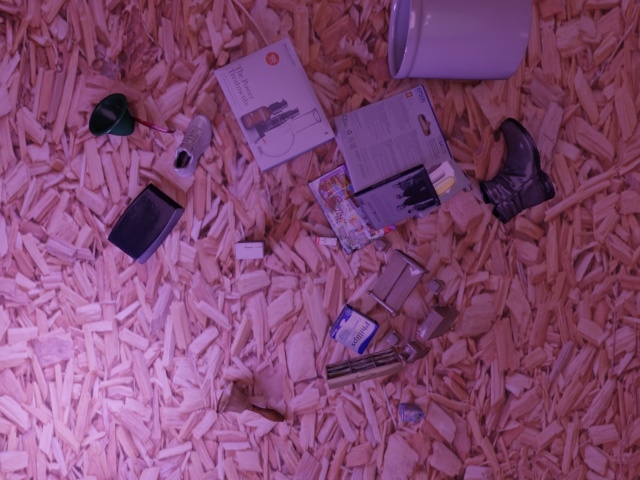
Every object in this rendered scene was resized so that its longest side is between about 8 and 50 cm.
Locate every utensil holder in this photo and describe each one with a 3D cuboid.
[{"bbox_3d":[0.442,-0.692,1.735,0.386,0.327,0.327,1,94,-4],"label":"utensil holder"}]

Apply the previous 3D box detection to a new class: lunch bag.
[{"bbox_3d":[0.334,0.631,1.937,0.083,0.071,0.053,0,95,-3],"label":"lunch bag"}]

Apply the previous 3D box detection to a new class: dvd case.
[{"bbox_3d":[0.252,-0.135,1.723,0.239,0.029,0.179,-22,134,15],"label":"dvd case"}]

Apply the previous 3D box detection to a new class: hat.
[{"bbox_3d":[-0.673,-0.392,1.859,0.208,0.183,0.173,29,84,38],"label":"hat"}]

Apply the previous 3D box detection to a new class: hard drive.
[{"bbox_3d":[-0.619,-0.057,1.865,0.172,0.054,0.254,38,91,-4],"label":"hard drive"}]

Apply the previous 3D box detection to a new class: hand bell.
[{"bbox_3d":[-0.240,0.607,1.914,0.242,0.126,0.126,28,92,-17],"label":"hand bell"}]

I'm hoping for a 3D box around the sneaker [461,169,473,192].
[{"bbox_3d":[0.526,-0.217,1.916,0.037,0.032,0.083,-21,99,-14],"label":"sneaker"}]

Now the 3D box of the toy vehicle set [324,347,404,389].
[{"bbox_3d":[0.150,0.450,1.871,0.267,0.166,0.035,-14,95,-2],"label":"toy vehicle set"}]

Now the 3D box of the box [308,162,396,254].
[{"bbox_3d":[0.112,-0.122,1.888,0.201,0.057,0.293,-29,94,0],"label":"box"}]

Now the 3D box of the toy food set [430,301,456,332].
[{"bbox_3d":[0.444,0.287,1.947,0.078,0.019,0.122,-18,97,-1],"label":"toy food set"}]

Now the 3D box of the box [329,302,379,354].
[{"bbox_3d":[0.121,0.319,1.909,0.137,0.072,0.126,31,93,-4],"label":"box"}]

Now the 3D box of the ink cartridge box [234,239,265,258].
[{"bbox_3d":[-0.242,0.030,1.845,0.099,0.135,0.056,-2,94,-2],"label":"ink cartridge box"}]

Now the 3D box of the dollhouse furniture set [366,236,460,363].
[{"bbox_3d":[0.299,0.212,1.920,0.355,0.174,0.303,40,108,28],"label":"dollhouse furniture set"}]

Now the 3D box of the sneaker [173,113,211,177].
[{"bbox_3d":[-0.442,-0.327,1.824,0.090,0.115,0.232,20,93,-3],"label":"sneaker"}]

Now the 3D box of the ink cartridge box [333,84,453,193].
[{"bbox_3d":[0.237,-0.329,1.778,0.330,0.071,0.324,-18,63,9],"label":"ink cartridge box"}]

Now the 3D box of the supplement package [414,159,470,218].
[{"bbox_3d":[0.368,-0.213,1.846,0.203,0.149,0.194,-37,94,2],"label":"supplement package"}]

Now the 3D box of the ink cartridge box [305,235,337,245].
[{"bbox_3d":[0.000,0.000,1.889,0.115,0.063,0.029,4,91,-2],"label":"ink cartridge box"}]

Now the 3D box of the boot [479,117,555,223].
[{"bbox_3d":[0.662,-0.245,1.879,0.223,0.118,0.338,-26,90,5],"label":"boot"}]

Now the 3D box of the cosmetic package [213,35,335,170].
[{"bbox_3d":[-0.157,-0.466,1.839,0.285,0.097,0.377,-26,94,-3],"label":"cosmetic package"}]
